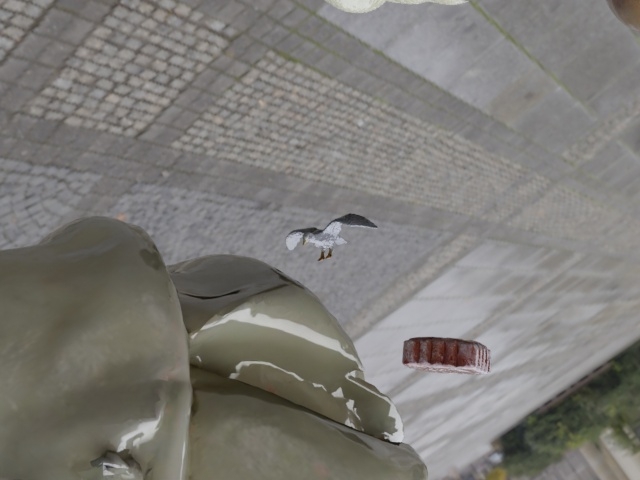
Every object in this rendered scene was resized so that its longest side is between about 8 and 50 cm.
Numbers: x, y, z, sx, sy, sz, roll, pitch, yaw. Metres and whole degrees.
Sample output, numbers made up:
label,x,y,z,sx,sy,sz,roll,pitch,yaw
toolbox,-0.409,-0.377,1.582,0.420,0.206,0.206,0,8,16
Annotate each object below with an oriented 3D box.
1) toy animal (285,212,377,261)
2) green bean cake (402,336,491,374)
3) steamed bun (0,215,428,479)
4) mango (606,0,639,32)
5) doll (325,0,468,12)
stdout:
label,x,y,z,sx,sy,sz,roll,pitch,yaw
toy animal,0.001,0.001,0.714,0.084,0.028,0.050,-16,-166,30
green bean cake,0.221,0.200,1.566,0.135,0.056,0.135,-3,166,24
steamed bun,-0.086,0.139,0.571,0.255,0.367,0.342,-40,160,-25
mango,0.468,-0.351,1.255,0.111,0.133,0.267,-11,-166,4
doll,0.094,-0.367,1.195,0.175,0.278,0.149,32,91,-41
